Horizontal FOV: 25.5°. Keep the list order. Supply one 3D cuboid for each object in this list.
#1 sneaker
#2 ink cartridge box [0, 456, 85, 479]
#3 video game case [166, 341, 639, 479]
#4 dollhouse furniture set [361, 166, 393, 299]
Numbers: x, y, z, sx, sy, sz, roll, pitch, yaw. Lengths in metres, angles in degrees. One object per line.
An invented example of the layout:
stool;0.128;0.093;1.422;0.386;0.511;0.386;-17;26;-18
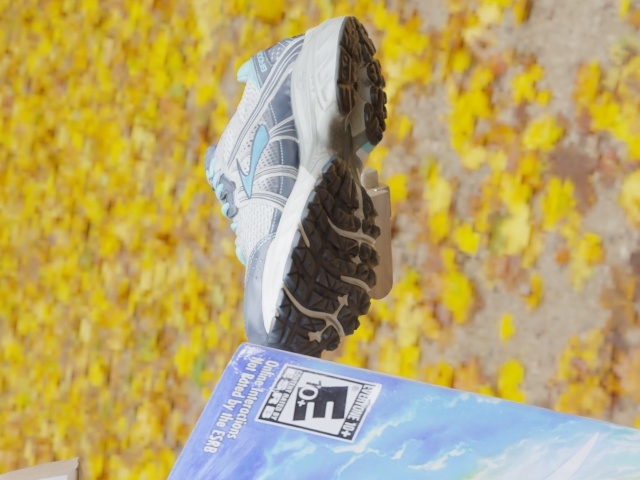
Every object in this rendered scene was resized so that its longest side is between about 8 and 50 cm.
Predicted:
sneaker;-0.026;-0.031;1.044;0.122;0.110;0.283;-10;53;28
ink cartridge box;-0.245;0.345;1.299;0.234;0.088;0.193;-107;7;-66
video game case;0.039;0.166;0.364;0.061;0.244;0.269;76;-147;-48
dollhouse furniture set;0.000;0.000;1.392;0.151;0.144;0.123;26;126;53
